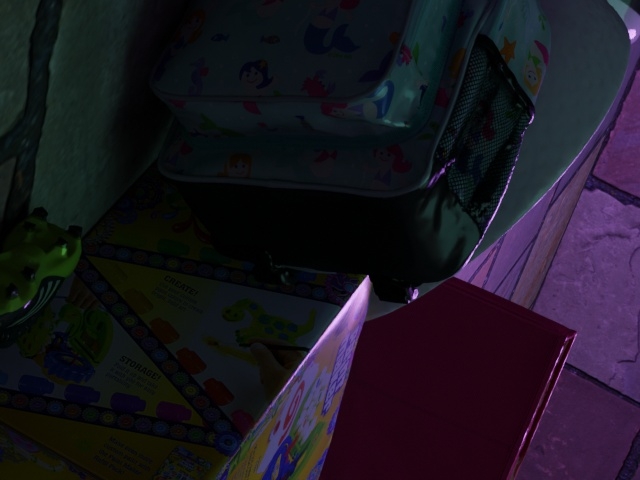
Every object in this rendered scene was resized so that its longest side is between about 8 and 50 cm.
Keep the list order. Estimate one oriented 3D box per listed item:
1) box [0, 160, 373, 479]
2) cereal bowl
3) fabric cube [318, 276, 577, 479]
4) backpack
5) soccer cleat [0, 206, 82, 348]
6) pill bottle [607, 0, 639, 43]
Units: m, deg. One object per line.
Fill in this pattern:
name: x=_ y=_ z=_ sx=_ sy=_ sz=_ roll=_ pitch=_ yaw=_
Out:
box: x=-0.115 y=0.143 z=1.357 sx=0.279 sy=0.177 sz=0.290 roll=-51 pitch=163 yaw=-41
cereal bowl: x=0.064 y=-0.103 z=1.475 sx=0.339 sy=0.141 sz=0.339 roll=-40 pitch=-162 yaw=16
fabric cube: x=0.097 y=0.157 z=1.998 sx=0.254 sy=0.258 sz=0.259 roll=15 pitch=97 yaw=-79
backpack: x=0.025 y=-0.116 z=1.252 sx=0.253 sy=0.225 sz=0.191 roll=-62 pitch=141 yaw=-32
soccer cleat: x=-0.188 y=0.036 z=1.106 sx=0.072 sy=0.060 sz=0.179 roll=-65 pitch=170 yaw=21
pill bottle: x=0.301 y=-0.375 z=1.894 sx=0.334 sy=0.188 sz=0.188 roll=-62 pitch=168 yaw=2
